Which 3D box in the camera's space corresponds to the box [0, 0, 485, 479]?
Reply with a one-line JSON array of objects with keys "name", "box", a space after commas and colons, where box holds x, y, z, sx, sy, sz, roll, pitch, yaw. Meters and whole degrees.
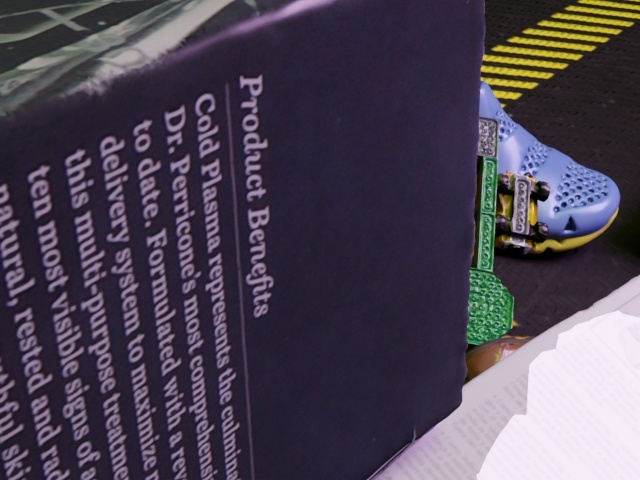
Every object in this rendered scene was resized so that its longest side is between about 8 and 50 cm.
[{"name": "box", "box": [-0.251, -0.002, 0.525, 0.480, 0.297, 0.472, 23, 38, 34]}]

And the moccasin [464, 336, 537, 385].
[{"name": "moccasin", "box": [0.278, 0.130, 0.802, 0.380, 0.139, 0.147, -2, 54, -24]}]

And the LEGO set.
[{"name": "LEGO set", "box": [0.000, 0.000, 0.897, 0.331, 0.192, 0.255, 3, 67, -9]}]

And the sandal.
[{"name": "sandal", "box": [0.136, -0.091, 1.045, 0.317, 0.138, 0.126, 20, 35, 6]}]

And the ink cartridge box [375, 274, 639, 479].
[{"name": "ink cartridge box", "box": [0.208, 0.197, 0.655, 0.385, 0.091, 0.308, -26, 64, -36]}]
